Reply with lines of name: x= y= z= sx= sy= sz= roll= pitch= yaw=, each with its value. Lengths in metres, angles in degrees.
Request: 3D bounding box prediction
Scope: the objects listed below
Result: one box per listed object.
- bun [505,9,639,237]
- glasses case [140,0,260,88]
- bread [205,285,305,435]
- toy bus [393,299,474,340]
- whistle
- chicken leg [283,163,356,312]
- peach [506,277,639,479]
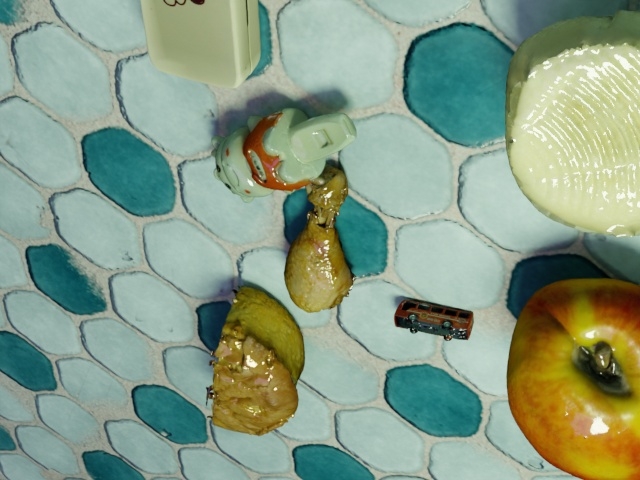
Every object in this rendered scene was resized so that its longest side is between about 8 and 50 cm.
bun: x=0.316 y=-0.132 z=1.170 sx=0.259 sy=0.152 sz=0.259 roll=8 pitch=129 yaw=10
glasses case: x=-0.147 y=-0.326 z=1.314 sx=0.131 sy=0.070 sz=0.313 roll=16 pitch=138 yaw=16
bread: x=-0.093 y=0.204 z=1.768 sx=0.147 sy=0.160 sz=0.260 roll=14 pitch=135 yaw=7
toy bus: x=0.161 y=0.112 z=1.598 sx=0.110 sy=0.043 sz=0.031 roll=11 pitch=140 yaw=19
whistle: x=-0.054 y=-0.112 z=1.458 sx=0.253 sy=0.106 sz=0.101 roll=-15 pitch=139 yaw=41
chicken leg: x=-0.001 y=0.002 z=1.556 sx=0.107 sy=0.087 sz=0.251 roll=24 pitch=135 yaw=20
peach: x=0.349 y=0.173 z=1.404 sx=0.238 sy=0.281 sz=0.281 roll=-37 pitch=113 yaw=2
